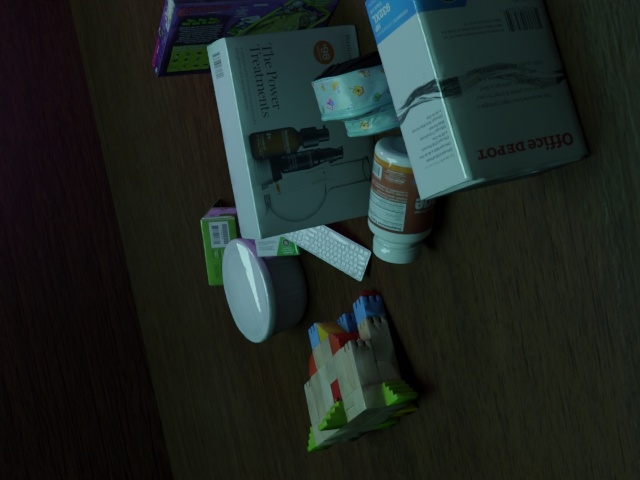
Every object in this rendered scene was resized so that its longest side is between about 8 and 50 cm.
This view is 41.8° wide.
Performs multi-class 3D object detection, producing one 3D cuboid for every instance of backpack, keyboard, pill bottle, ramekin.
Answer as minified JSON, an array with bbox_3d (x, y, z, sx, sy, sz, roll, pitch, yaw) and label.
[{"bbox_3d":[0.086,-0.258,1.474,0.166,0.188,0.144,9,110,60],"label":"backpack"},{"bbox_3d":[0.000,0.000,1.831,0.256,0.014,0.072,29,118,28],"label":"keyboard"},{"bbox_3d":[0.149,-0.072,1.513,0.121,0.121,0.216,42,138,47],"label":"pill bottle"},{"bbox_3d":[-0.137,0.115,2.120,0.273,0.127,0.273,35,132,53],"label":"ramekin"}]

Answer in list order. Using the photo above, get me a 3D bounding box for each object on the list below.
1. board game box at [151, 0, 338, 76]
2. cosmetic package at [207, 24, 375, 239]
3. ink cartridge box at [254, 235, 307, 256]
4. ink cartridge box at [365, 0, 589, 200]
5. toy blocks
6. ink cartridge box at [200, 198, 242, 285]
[{"bbox_3d":[-0.151,-0.420,1.673,0.208,0.346,0.056,-51,55,56],"label":"board game box"},{"bbox_3d":[-0.042,-0.213,1.630,0.097,0.284,0.377,2,104,60],"label":"cosmetic package"},{"bbox_3d":[-0.089,-0.073,1.957,0.153,0.087,0.208,-2,100,47],"label":"ink cartridge box"},{"bbox_3d":[0.221,-0.232,1.196,0.129,0.223,0.308,-23,82,62],"label":"ink cartridge box"},{"bbox_3d":[0.057,0.277,1.817,0.381,0.190,0.261,127,136,-55],"label":"toy blocks"},{"bbox_3d":[-0.254,-0.006,2.337,0.255,0.097,0.189,-76,-18,-73],"label":"ink cartridge box"}]
